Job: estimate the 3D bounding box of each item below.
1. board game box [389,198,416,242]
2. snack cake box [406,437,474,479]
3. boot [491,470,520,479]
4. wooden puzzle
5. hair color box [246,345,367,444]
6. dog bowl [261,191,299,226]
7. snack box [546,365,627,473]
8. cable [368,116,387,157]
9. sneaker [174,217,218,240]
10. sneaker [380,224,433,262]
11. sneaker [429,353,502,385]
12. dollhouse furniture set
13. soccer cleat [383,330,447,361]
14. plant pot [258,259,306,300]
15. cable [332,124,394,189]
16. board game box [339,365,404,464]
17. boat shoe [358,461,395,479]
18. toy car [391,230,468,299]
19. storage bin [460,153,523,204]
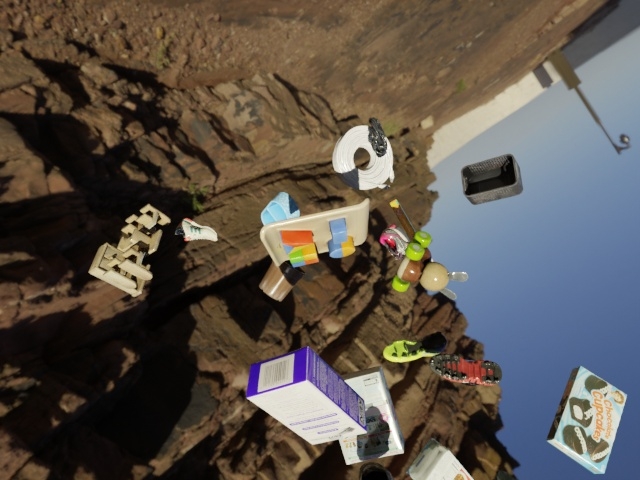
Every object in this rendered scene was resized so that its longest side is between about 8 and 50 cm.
[{"bbox_3d":[0.339,-0.028,1.594,0.039,0.260,0.124,-33,168,12],"label":"board game box"},{"bbox_3d":[0.439,0.849,1.515,0.152,0.264,0.089,-45,-158,-18],"label":"snack cake box"},{"bbox_3d":[0.638,0.848,1.507,0.099,0.121,0.045,-49,-163,52],"label":"boot"},{"bbox_3d":[0.000,0.000,1.405,0.347,0.081,0.322,-16,159,-1],"label":"wooden puzzle"},{"bbox_3d":[-0.027,0.437,1.183,0.185,0.339,0.110,-22,-142,20],"label":"hair color box"},{"bbox_3d":[-0.217,-0.133,2.221,0.074,0.166,0.297,-37,180,-34],"label":"dog bowl"},{"bbox_3d":[0.984,0.652,1.582,0.322,0.187,0.060,-50,165,-27],"label":"snack box"},{"bbox_3d":[0.217,-0.393,1.638,0.047,0.151,0.184,-15,-173,20],"label":"cable"},{"bbox_3d":[-0.435,-0.019,1.501,0.075,0.161,0.057,-57,161,-32],"label":"sneaker"},{"bbox_3d":[0.398,0.064,2.005,0.112,0.299,0.121,-38,166,-46],"label":"sneaker"},{"bbox_3d":[0.527,0.489,1.610,0.275,0.098,0.135,11,156,-7],"label":"sneaker"},{"bbox_3d":[-0.548,0.055,1.300,0.242,0.161,0.212,-25,-136,29],"label":"dollhouse furniture set"},{"bbox_3d":[0.378,0.445,1.724,0.288,0.094,0.121,-8,138,-22],"label":"soccer cleat"},{"bbox_3d":[-0.177,0.167,1.895,0.165,0.167,0.167,-54,179,3],"label":"plant pot"},{"bbox_3d":[0.177,-0.339,1.768,0.256,0.258,0.089,-1,-174,-18],"label":"cable"},{"bbox_3d":[0.164,0.654,1.614,0.223,0.304,0.097,-17,175,12],"label":"board game box"},{"bbox_3d":[0.188,0.779,1.370,0.112,0.096,0.335,-19,-178,-7],"label":"boat shoe"},{"bbox_3d":[0.330,0.092,1.262,0.149,0.188,0.155,-45,156,-49],"label":"toy car"},{"bbox_3d":[0.589,-0.208,1.480,0.180,0.122,0.084,-13,155,33],"label":"storage bin"}]
